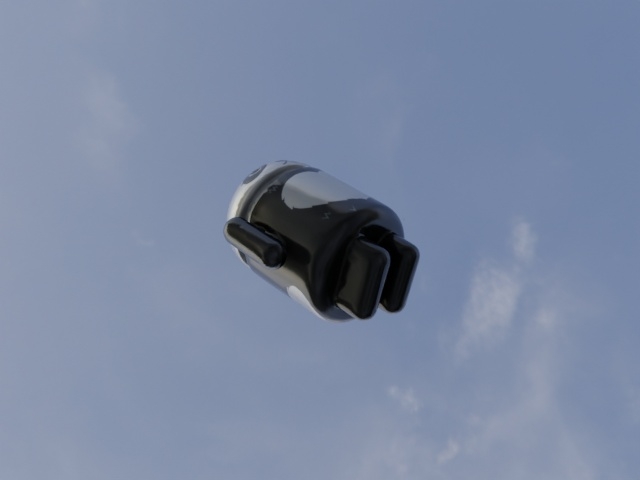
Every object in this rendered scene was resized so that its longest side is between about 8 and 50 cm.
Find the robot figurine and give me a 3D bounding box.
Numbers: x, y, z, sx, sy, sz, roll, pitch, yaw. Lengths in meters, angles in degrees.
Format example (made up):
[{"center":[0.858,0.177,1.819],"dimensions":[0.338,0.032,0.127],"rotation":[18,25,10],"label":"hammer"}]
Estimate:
[{"center":[-0.001,-0.002,1.239],"dimensions":[0.278,0.209,0.173],"rotation":[32,-103,38],"label":"robot figurine"}]
